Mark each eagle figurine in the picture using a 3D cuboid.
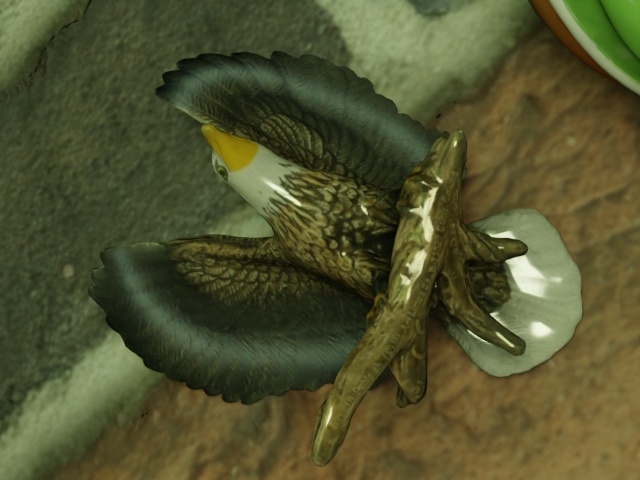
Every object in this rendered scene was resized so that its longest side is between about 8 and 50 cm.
[{"bbox_3d":[-0.006,-0.009,0.819,0.226,0.225,0.298,-27,17,-23],"label":"eagle figurine"}]

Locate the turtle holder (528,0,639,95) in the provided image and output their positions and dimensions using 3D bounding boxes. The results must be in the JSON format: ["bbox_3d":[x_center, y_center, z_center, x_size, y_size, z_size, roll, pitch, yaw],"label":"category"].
[{"bbox_3d":[0.219,-0.230,0.696,0.227,0.243,0.320,-156,72,-69],"label":"turtle holder"}]
